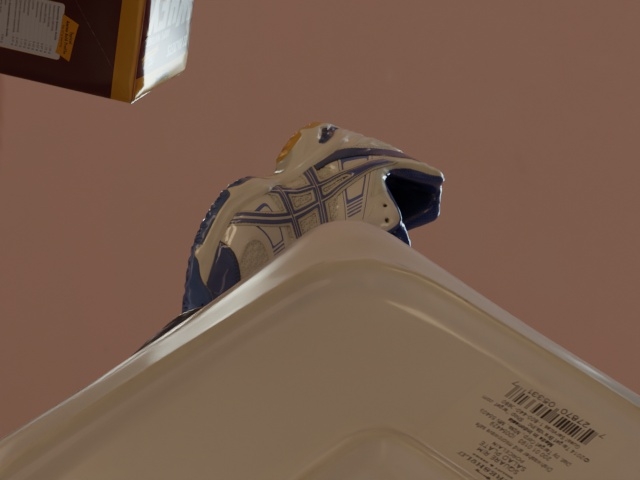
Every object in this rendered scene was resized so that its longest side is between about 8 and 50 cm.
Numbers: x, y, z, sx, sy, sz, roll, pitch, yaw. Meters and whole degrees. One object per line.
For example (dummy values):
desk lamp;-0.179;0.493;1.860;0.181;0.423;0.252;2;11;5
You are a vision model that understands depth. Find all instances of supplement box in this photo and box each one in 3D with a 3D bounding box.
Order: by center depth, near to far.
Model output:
supplement box;-0.214;-0.241;1.652;0.194;0.191;0.129;14;-160;12

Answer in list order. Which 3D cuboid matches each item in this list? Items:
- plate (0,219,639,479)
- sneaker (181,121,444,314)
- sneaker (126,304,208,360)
plate;0.019;0.103;0.579;0.277;0.045;0.278;32;-134;29
sneaker;0.000;0.000;1.486;0.131;0.112;0.296;15;-142;20
sneaker;-0.149;0.170;1.212;0.112;0.319;0.131;42;-171;16
